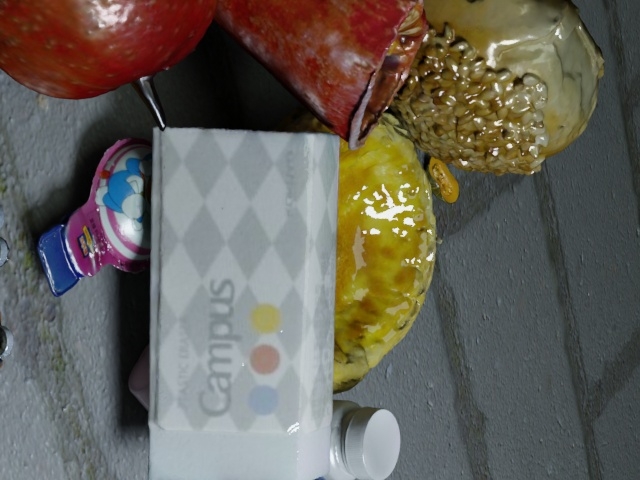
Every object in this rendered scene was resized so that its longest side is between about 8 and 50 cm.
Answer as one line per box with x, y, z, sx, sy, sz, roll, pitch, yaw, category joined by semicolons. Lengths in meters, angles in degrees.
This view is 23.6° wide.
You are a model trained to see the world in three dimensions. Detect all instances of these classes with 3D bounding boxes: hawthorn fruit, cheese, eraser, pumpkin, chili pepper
-0.222;-0.260;1.513;0.285;0.284;0.369;-51;134;-43;hawthorn fruit
-0.226;-0.025;1.701;0.244;0.062;0.155;-41;125;-47;cheese
-0.086;0.072;1.724;0.082;0.213;0.397;-137;-131;-86;eraser
0.178;-0.092;2.325;0.050;0.028;0.083;-46;118;-44;pumpkin
0.005;-0.290;1.780;0.305;0.251;0.229;44;49;7;chili pepper

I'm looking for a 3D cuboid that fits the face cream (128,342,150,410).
-0.153;0.202;1.815;0.198;0.057;0.084;54;48;-38;face cream

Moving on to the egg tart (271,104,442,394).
0.000;0.000;1.944;0.388;0.169;0.388;-6;98;-53;egg tart

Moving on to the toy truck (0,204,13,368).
-0.359;0.035;1.482;0.083;0.092;0.192;6;77;-56;toy truck

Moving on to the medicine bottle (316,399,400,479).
-0.002;0.249;1.919;0.103;0.186;0.103;-1;91;-56;medicine bottle

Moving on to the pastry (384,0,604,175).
0.181;-0.244;2.031;0.245;0.409;0.409;-55;137;-11;pastry
